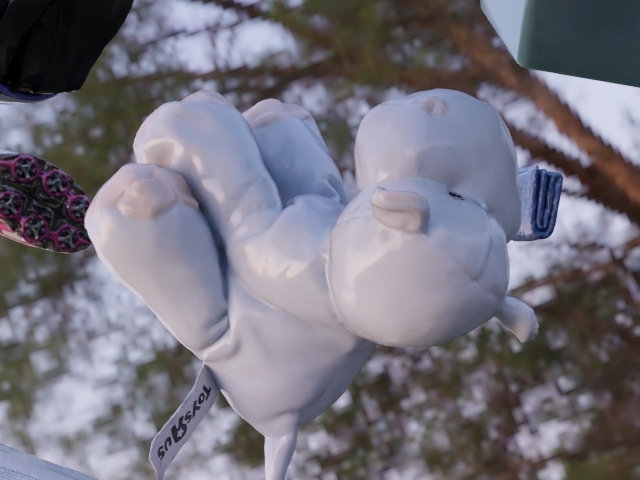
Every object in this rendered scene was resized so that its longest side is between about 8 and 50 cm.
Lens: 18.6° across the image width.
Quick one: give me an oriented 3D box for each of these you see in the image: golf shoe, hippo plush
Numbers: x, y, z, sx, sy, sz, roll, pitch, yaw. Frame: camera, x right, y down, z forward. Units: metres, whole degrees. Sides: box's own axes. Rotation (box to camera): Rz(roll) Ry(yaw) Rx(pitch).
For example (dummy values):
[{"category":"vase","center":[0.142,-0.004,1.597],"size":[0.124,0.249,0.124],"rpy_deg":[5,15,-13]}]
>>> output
[{"category":"golf shoe","center":[-0.268,-0.045,1.587],"size":[0.186,0.067,0.086],"rpy_deg":[27,-12,-18]},{"category":"hippo plush","center":[0.000,0.000,1.250],"size":[0.234,0.294,0.236],"rpy_deg":[36,-38,-24]}]

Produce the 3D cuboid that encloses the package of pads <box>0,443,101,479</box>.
[{"category":"package of pads","center":[-0.171,0.273,1.107],"size":[0.229,0.101,0.296],"rpy_deg":[23,-78,-19]}]

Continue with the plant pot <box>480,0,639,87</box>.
[{"category":"plant pot","center":[0.194,-0.225,1.230],"size":[0.165,0.165,0.234],"rpy_deg":[7,-63,-15]}]

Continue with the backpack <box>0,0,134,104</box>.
[{"category":"backpack","center":[-0.215,-0.197,1.014],"size":[0.213,0.263,0.276],"rpy_deg":[-11,-13,25]}]

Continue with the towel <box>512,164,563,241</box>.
[{"category":"towel","center":[0.176,-0.032,1.747],"size":[0.029,0.067,0.119],"rpy_deg":[9,-3,-19]}]
